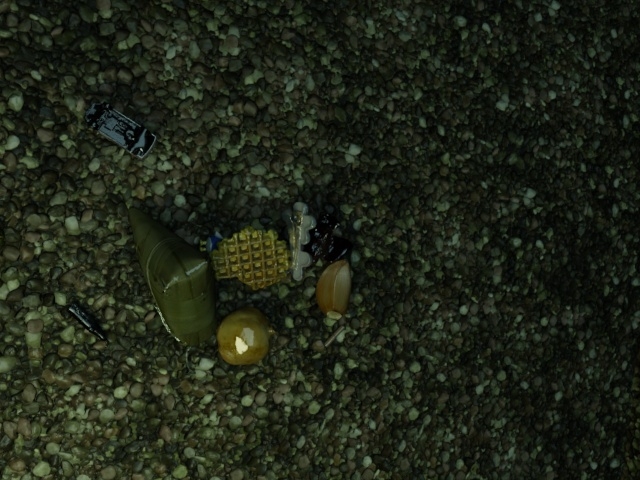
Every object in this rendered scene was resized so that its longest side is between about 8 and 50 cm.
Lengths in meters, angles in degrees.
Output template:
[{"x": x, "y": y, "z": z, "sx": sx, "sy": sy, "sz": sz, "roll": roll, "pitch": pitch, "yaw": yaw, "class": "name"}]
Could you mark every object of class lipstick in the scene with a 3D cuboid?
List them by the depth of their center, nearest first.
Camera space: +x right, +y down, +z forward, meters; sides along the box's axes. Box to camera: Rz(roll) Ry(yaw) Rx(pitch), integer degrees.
[{"x": 0.048, "y": 0.335, "z": 1.905, "sx": 0.094, "sy": 0.019, "sz": 0.019, "roll": -44, "pitch": 104, "yaw": -15, "class": "lipstick"}]

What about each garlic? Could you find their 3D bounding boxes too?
[{"x": 0.045, "y": 0.158, "z": 1.858, "sx": 0.115, "sy": 0.128, "sz": 0.207, "roll": 9, "pitch": 91, "yaw": 24, "class": "garlic"}]

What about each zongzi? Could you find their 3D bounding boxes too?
[{"x": -0.456, "y": 0.151, "z": 1.689, "sx": 0.181, "sy": 0.418, "sz": 0.447, "roll": -26, "pitch": 139, "yaw": -30, "class": "zongzi"}]

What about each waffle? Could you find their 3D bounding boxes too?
[{"x": -0.219, "y": 0.068, "z": 1.741, "sx": 0.249, "sy": 0.056, "sz": 0.253, "roll": -36, "pitch": 125, "yaw": 8, "class": "waffle"}]

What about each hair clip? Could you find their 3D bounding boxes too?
[{"x": -0.082, "y": 0.002, "z": 1.789, "sx": 0.075, "sy": 0.146, "sz": 0.257, "roll": -21, "pitch": 118, "yaw": -53, "class": "hair clip"}]

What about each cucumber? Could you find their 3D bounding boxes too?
[{"x": -0.686, "y": 0.253, "z": 1.620, "sx": 0.043, "sy": 0.039, "sz": 0.163, "roll": -42, "pitch": 103, "yaw": 6, "class": "cucumber"}]

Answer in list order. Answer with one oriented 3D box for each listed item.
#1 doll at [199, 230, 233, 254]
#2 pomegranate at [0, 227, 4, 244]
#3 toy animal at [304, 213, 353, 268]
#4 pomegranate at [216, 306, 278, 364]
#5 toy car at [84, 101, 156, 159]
[{"x": -0.318, "y": 0.014, "z": 1.750, "sx": 0.142, "sy": 0.057, "sz": 0.099, "roll": -5, "pitch": 114, "yaw": -21, "class": "doll"}, {"x": -0.927, "y": -0.018, "z": 1.516, "sx": 0.084, "sy": 0.073, "sz": 0.073, "roll": 33, "pitch": 78, "yaw": -2, "class": "pomegranate"}, {"x": -0.004, "y": 0.008, "z": 1.858, "sx": 0.218, "sy": 0.116, "sz": 0.180, "roll": 28, "pitch": 112, "yaw": 1, "class": "toy animal"}, {"x": -0.228, "y": 0.300, "z": 1.719, "sx": 0.196, "sy": 0.196, "sz": 0.196, "roll": 0, "pitch": 90, "yaw": -21, "class": "pomegranate"}, {"x": -0.595, "y": -0.324, "z": 1.624, "sx": 0.209, "sy": 0.108, "sz": 0.090, "roll": 32, "pitch": 81, "yaw": -13, "class": "toy car"}]
